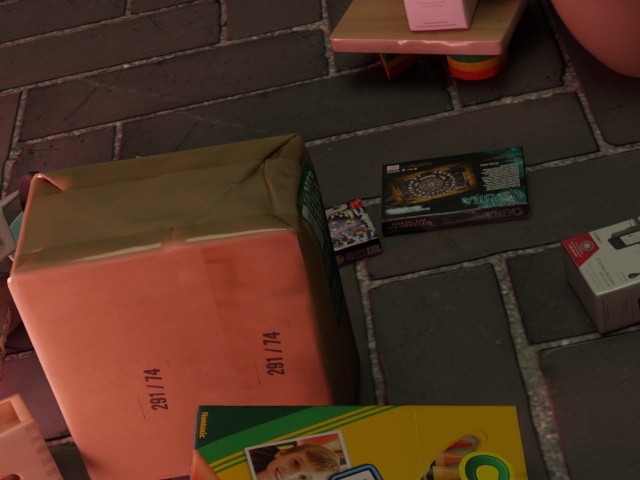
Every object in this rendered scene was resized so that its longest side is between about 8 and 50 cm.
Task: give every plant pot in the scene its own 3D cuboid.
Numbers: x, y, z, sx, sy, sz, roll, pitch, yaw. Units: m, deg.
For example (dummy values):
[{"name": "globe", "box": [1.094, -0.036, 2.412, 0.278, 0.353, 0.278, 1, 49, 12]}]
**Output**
[{"name": "plant pot", "box": [0.446, -0.335, 1.894, 0.284, 0.191, 0.284, -10, 38, 8]}]

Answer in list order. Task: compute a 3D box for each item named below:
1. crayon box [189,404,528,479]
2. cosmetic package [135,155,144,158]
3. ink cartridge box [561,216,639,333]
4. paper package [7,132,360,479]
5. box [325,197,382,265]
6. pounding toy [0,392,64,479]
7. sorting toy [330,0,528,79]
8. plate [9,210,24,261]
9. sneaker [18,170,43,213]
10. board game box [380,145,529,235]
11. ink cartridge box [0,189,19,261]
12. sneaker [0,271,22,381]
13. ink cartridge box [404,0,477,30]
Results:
[{"name": "crayon box", "box": [0.036, 0.304, 1.242, 0.313, 0.106, 0.363, -1, 38, 0]}, {"name": "cosmetic package", "box": [-0.207, -0.074, 1.886, 0.115, 0.041, 0.060, 12, 38, 15]}, {"name": "ink cartridge box", "box": [0.361, 0.030, 1.561, 0.150, 0.063, 0.109, -18, 37, -3]}, {"name": "paper package", "box": [-0.130, 0.080, 1.452, 0.309, 0.325, 0.168, -9, 38, 6]}, {"name": "box", "box": [0.000, 0.000, 1.753, 0.137, 0.027, 0.094, -18, 36, -4]}, {"name": "pounding toy", "box": [-0.390, 0.251, 1.520, 0.181, 0.094, 0.206, -26, 15, -14]}, {"name": "sorting toy", "box": [0.181, -0.327, 2.059, 0.257, 0.089, 0.255, 5, 41, 23]}, {"name": "plate", "box": [-0.335, -0.014, 1.890, 0.188, 0.024, 0.188, -10, 37, 8]}, {"name": "sneaker", "box": [-0.235, 0.001, 1.690, 0.145, 0.090, 0.270, -38, 85, -34]}, {"name": "board game box", "box": [0.170, -0.064, 1.777, 0.186, 0.026, 0.126, -7, 38, 10]}, {"name": "ink cartridge box", "box": [-0.514, 0.065, 1.693, 0.303, 0.072, 0.307, -24, 10, 37]}, {"name": "sneaker", "box": [-0.407, 0.130, 1.660, 0.121, 0.099, 0.262, 15, 35, 22]}, {"name": "ink cartridge box", "box": [0.160, -0.424, 1.934, 0.092, 0.218, 0.158, 0, 39, 19]}]
